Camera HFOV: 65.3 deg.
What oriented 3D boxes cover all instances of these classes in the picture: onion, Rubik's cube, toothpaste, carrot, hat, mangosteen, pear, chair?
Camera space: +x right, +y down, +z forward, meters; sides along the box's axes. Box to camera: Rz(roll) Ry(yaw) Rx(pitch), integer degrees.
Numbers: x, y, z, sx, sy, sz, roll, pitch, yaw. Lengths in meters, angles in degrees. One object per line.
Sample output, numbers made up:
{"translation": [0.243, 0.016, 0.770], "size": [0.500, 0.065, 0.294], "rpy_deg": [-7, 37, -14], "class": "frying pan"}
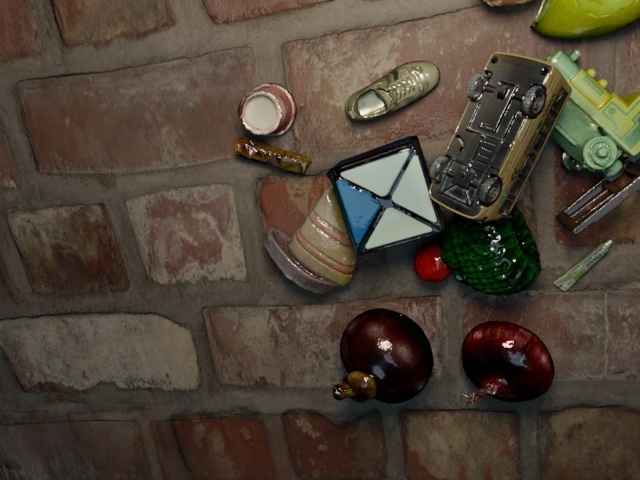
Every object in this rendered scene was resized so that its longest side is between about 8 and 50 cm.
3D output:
{"translation": [0.532, 0.378, 1.460], "size": [0.273, 0.285, 0.273], "rpy_deg": [27, 140, 25], "class": "onion"}
{"translation": [0.183, -0.128, 1.362], "size": [0.246, 0.248, 0.250], "rpy_deg": [-17, 104, 15], "class": "Rubik's cube"}
{"translation": [0.765, 0.070, 1.445], "size": [0.048, 0.029, 0.197], "rpy_deg": [38, 113, -4], "class": "toothpaste"}
{"translation": [-0.141, -0.249, 1.474], "size": [0.228, 0.069, 0.069], "rpy_deg": [18, 110, 2], "class": "carrot"}
{"translation": [0.423, 0.037, 1.417], "size": [0.332, 0.242, 0.274], "rpy_deg": [-22, 90, 40], "class": "hat"}
{"translation": [0.191, 0.355, 1.496], "size": [0.297, 0.293, 0.297], "rpy_deg": [9, 118, 18], "class": "mangosteen"}
{"translation": [0.686, -0.600, 1.164], "size": [0.281, 0.176, 0.287], "rpy_deg": [18, 111, 1], "class": "pear"}
{"translation": [0.872, -0.108, 1.279], "size": [0.240, 0.203, 0.416], "rpy_deg": [41, 111, -2], "class": "chair"}

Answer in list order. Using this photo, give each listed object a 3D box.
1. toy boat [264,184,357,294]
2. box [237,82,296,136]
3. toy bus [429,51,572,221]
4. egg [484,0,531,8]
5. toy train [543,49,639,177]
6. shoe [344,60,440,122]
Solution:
{"translation": [-0.008, 0.029, 1.498], "size": [0.293, 0.111, 0.276], "rpy_deg": [-32, 96, 30], "class": "toy boat"}
{"translation": [-0.153, -0.362, 1.402], "size": [0.151, 0.135, 0.151], "rpy_deg": [3, 110, 10], "class": "box"}
{"translation": [0.416, -0.226, 1.162], "size": [0.177, 0.201, 0.365], "rpy_deg": [36, 109, 41], "class": "toy bus"}
{"translation": [0.453, -0.671, 1.160], "size": [0.203, 0.203, 0.245], "rpy_deg": [7, 119, 7], "class": "egg"}
{"translation": [0.660, -0.336, 1.273], "size": [0.369, 0.150, 0.237], "rpy_deg": [41, 99, -3], "class": "toy train"}
{"translation": [0.192, -0.398, 1.353], "size": [0.274, 0.098, 0.103], "rpy_deg": [-27, 106, 15], "class": "shoe"}
